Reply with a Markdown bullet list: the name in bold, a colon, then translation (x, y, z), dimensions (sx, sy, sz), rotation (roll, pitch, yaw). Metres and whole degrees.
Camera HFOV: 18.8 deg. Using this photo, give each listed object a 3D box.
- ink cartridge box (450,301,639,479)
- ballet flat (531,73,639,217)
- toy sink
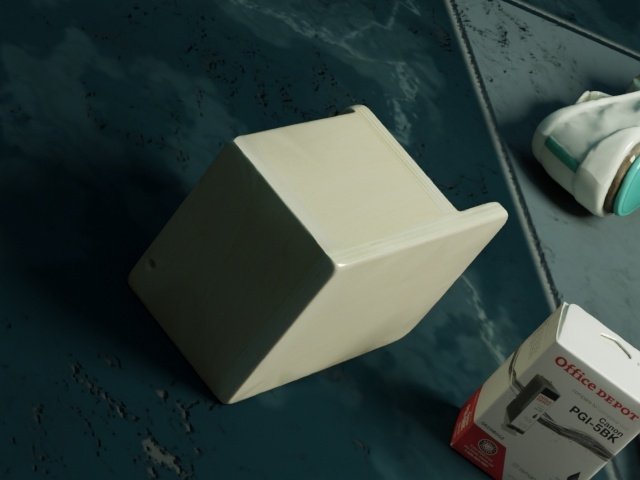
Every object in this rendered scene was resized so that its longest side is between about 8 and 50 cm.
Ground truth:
- **ink cartridge box**: translation (0.178, 0.127, 1.452), dimensions (0.099, 0.135, 0.056), rotation (36, 33, -6)
- **ballet flat**: translation (0.339, -0.121, 1.944), dimensions (0.139, 0.139, 0.400), rotation (50, 34, 15)
- **toy sink**: translation (0.000, 0.000, 1.412), dimensions (0.131, 0.153, 0.234), rotation (51, 35, 17)
